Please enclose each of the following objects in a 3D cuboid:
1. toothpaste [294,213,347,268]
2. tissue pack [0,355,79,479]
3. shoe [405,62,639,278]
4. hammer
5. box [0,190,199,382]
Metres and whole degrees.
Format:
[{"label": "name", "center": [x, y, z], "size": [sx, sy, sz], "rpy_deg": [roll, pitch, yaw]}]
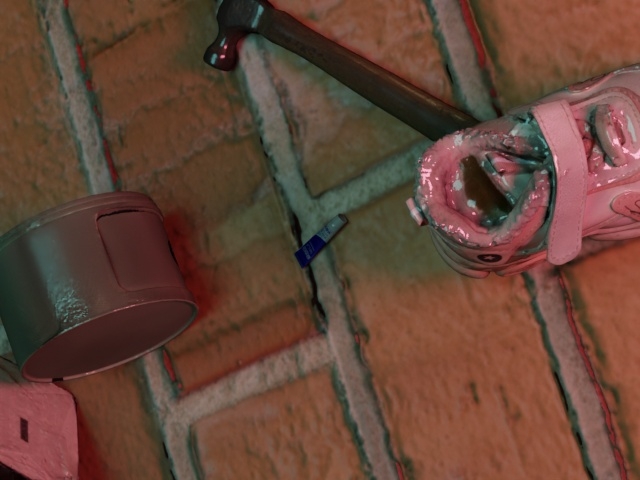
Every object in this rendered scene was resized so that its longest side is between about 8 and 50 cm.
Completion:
[{"label": "toothpaste", "center": [0.000, 0.000, 2.149], "size": [0.083, 0.015, 0.024], "rpy_deg": [-44, 59, 29]}, {"label": "tissue pack", "center": [-0.474, 0.327, 2.304], "size": [0.370, 0.198, 0.210], "rpy_deg": [-43, 28, 22]}, {"label": "shoe", "center": [0.255, -0.072, 1.862], "size": [0.351, 0.198, 0.172], "rpy_deg": [-30, 76, 14]}, {"label": "hammer", "center": [0.050, -0.186, 2.110], "size": [0.440, 0.044, 0.168], "rpy_deg": [34, 107, 29]}, {"label": "box", "center": [-0.277, 0.057, 2.196], "size": [0.226, 0.226, 0.149], "rpy_deg": [-31, 72, 28]}]
